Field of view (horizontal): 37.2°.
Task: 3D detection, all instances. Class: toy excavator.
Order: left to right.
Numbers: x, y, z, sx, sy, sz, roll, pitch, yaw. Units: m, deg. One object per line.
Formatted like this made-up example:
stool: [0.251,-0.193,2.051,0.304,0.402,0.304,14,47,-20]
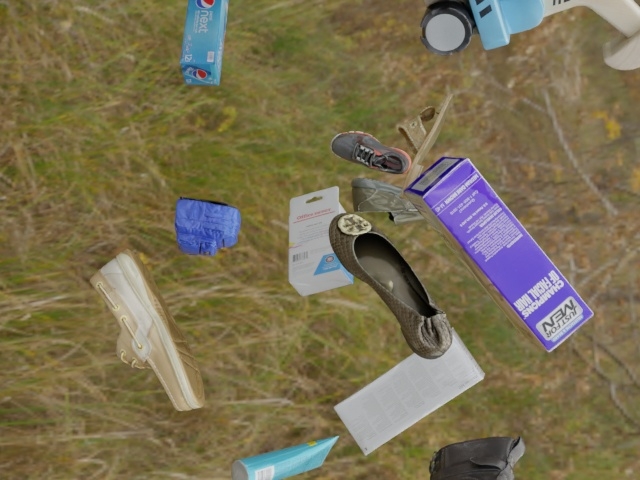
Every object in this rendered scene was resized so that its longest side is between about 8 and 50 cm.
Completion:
toy excavator: [0.424,-0.504,1.910,0.222,0.445,0.433,-69,140,-53]

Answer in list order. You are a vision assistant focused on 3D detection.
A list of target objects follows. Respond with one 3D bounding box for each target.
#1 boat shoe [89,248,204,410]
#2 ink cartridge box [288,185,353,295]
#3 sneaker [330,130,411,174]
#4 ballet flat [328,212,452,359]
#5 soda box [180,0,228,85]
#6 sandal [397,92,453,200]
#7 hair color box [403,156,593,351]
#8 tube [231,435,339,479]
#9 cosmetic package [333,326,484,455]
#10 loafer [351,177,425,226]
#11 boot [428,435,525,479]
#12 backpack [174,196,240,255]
boat shoe: [-0.163,0.091,0.884,0.170,0.059,0.063,60,0,24]
ink cartridge box: [0.000,0.000,1.723,0.061,0.104,0.181,51,31,-50]
sneaker: [0.094,-0.162,1.777,0.065,0.157,0.061,-67,171,-73]
ballet flat: [0.094,0.048,1.258,0.084,0.058,0.250,-20,58,-24]
soda box: [-0.216,-0.398,1.788,0.071,0.067,0.210,88,5,-64]
sandal: [0.185,-0.199,1.871,0.088,0.079,0.240,76,35,-73]
hair color box: [0.296,0.018,1.618,0.339,0.110,0.185,48,0,-7]
tube: [-0.059,0.393,1.681,0.207,0.080,0.052,-4,48,-40]
cosmetic package: [0.149,0.252,1.593,0.099,0.239,0.060,57,11,9]
loafer: [0.182,-0.071,2.070,0.094,0.251,0.087,-136,-121,-87]
boot: [0.166,0.375,1.337,0.229,0.263,0.091,-71,142,-66]
backpack: [-0.212,-0.022,1.796,0.098,0.120,0.101,111,-17,-77]
